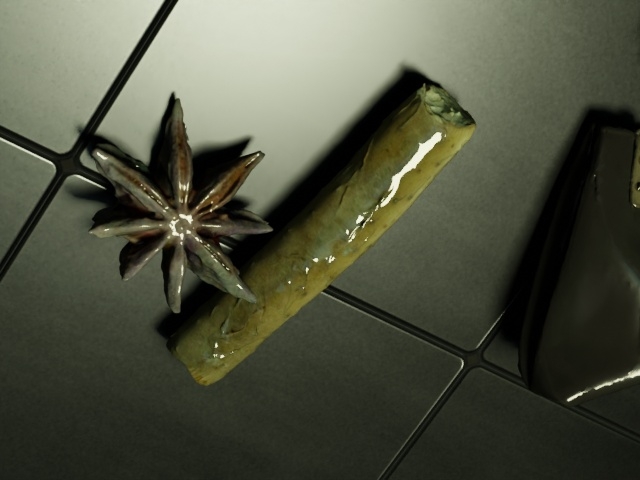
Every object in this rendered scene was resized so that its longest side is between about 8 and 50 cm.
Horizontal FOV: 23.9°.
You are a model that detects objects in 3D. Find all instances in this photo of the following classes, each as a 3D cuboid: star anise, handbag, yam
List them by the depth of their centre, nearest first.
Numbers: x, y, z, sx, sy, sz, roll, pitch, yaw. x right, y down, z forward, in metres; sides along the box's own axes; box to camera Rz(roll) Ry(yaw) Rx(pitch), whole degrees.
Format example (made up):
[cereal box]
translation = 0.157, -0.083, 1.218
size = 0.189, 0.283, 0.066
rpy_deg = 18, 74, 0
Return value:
[star anise]
translation = -0.129, -0.030, 1.403
size = 0.204, 0.061, 0.181
rpy_deg = 25, 90, -23
[yam]
translation = 0.000, 0.000, 1.460
size = 0.371, 0.083, 0.083
rpy_deg = -46, 121, 11
[handbag]
translation = 0.379, 0.021, 1.557
size = 0.342, 0.152, 0.288
rpy_deg = -1, 102, -17
